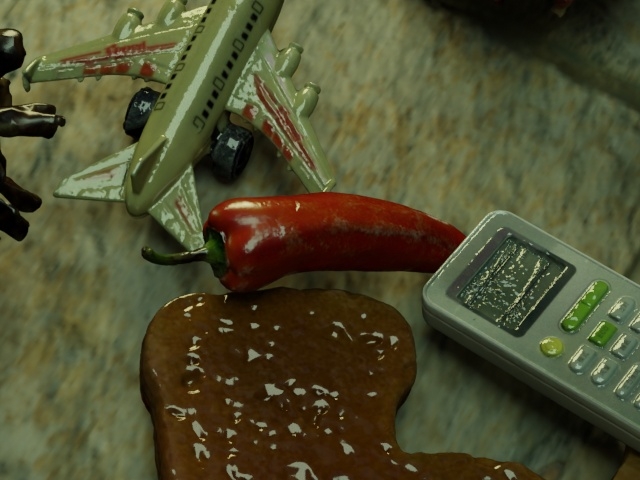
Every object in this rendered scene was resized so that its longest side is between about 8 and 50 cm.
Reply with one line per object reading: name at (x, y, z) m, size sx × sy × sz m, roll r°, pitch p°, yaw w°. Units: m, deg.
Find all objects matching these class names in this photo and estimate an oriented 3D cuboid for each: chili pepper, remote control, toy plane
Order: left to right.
toy plane at (-0.082, -0.115, 1.391) m, size 0.242 × 0.104 × 0.256 m, roll 23°, pitch 60°, yaw 11°
chili pepper at (0.000, 0.000, 1.315) m, size 0.272 × 0.071 × 0.063 m, roll -2°, pitch 63°, yaw -29°
remote control at (0.192, 0.072, 1.294) m, size 0.250 × 0.034 × 0.103 m, roll 31°, pitch 61°, yaw 23°

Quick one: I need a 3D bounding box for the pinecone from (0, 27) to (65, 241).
pinecone at (-0.316, -0.077, 1.238) m, size 0.296 × 0.298 × 0.242 m, roll 4°, pitch 94°, yaw -21°

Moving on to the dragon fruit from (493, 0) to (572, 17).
dragon fruit at (0.143, -0.247, 1.491) m, size 0.161 × 0.126 × 0.274 m, roll -41°, pitch 61°, yaw -15°

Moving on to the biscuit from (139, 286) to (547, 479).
biscuit at (0.022, 0.149, 1.275) m, size 0.262 × 0.052 × 0.277 m, roll -9°, pitch 59°, yaw -16°

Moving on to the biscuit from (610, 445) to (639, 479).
biscuit at (0.350, 0.249, 1.238) m, size 0.365 × 0.062 × 0.385 m, roll 9°, pitch 56°, yaw 2°
